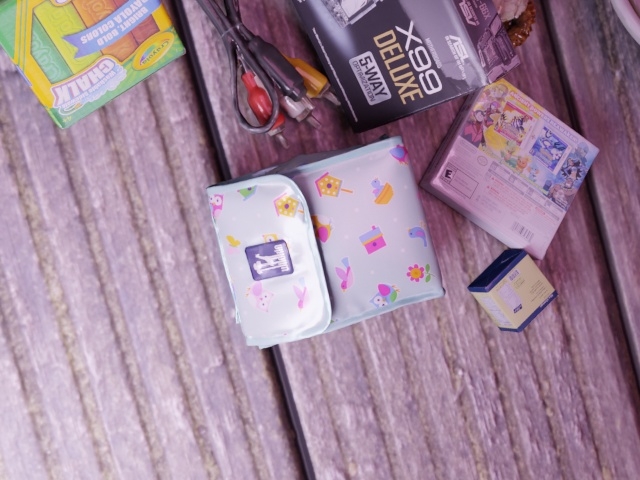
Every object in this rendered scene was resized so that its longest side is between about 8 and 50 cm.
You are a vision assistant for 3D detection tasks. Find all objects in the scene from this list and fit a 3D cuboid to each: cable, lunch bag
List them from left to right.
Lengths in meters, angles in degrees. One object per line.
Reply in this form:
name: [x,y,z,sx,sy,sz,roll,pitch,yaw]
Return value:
cable: [-0.104,-0.245,1.638,0.139,0.072,0.287,-41,92,-16]
lunch bag: [0.000,0.000,1.615,0.262,0.160,0.223,-16,99,-9]

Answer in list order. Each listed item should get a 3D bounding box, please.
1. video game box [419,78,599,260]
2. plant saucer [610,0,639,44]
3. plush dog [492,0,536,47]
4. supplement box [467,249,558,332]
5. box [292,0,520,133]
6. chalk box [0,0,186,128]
video game box: [0.265,-0.103,1.770,0.205,0.048,0.187,33,80,-18]
plant saucer: [0.585,-0.355,1.798,0.400,0.100,0.400,2,66,-5]
plush dog: [0.189,-0.343,1.684,0.225,0.210,0.262,-36,102,-41]
supplement box: [0.267,0.070,1.764,0.083,0.056,0.083,-42,103,-16]
box: [0.080,-0.309,1.576,0.076,0.242,0.307,-34,103,-40]
chalk box: [-0.287,-0.266,1.452,0.180,0.289,0.179,-35,60,-5]
